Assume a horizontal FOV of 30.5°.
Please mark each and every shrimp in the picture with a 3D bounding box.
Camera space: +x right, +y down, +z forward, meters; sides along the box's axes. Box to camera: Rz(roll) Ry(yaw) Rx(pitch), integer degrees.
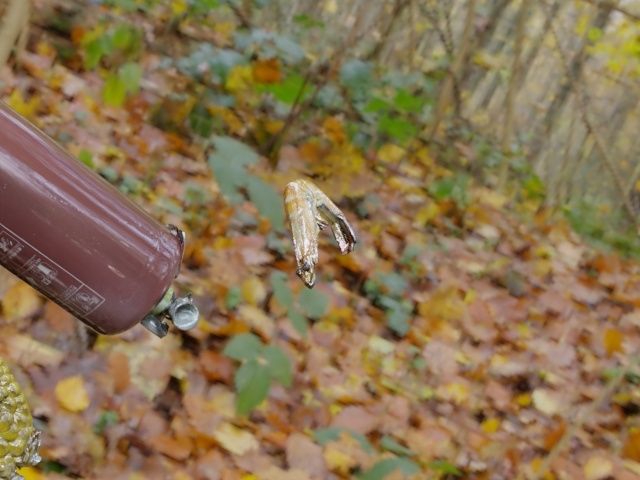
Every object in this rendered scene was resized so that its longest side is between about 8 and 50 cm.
[{"bbox_3d":[0.000,0.000,1.049,0.091,0.025,0.127,38,37,-34],"label":"shrimp"}]

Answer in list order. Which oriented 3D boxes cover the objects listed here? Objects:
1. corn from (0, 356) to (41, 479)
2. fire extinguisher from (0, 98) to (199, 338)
[{"bbox_3d":[-0.346,0.086,1.012,0.318,0.115,0.115,62,2,-9],"label":"corn"},{"bbox_3d":[-0.183,-0.011,0.826,0.269,0.105,0.105,38,0,-25],"label":"fire extinguisher"}]
